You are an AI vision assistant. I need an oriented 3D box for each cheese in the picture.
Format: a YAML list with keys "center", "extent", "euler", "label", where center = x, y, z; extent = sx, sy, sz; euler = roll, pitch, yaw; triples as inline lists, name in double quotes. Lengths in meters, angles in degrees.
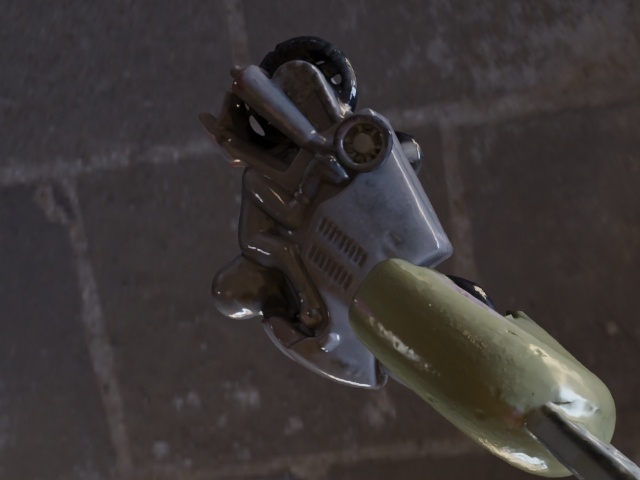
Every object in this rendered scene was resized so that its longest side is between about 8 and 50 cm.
- center: [0.093, 0.073, 0.720]
  extent: [0.127, 0.235, 0.050]
  euler: [33, 96, -36]
  label: "cheese"

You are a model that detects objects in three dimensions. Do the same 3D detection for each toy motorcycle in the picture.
- center: [0.000, 0.000, 1.184]
  extent: [0.171, 0.110, 0.260]
  euler: [-31, 81, 9]
  label: "toy motorcycle"
